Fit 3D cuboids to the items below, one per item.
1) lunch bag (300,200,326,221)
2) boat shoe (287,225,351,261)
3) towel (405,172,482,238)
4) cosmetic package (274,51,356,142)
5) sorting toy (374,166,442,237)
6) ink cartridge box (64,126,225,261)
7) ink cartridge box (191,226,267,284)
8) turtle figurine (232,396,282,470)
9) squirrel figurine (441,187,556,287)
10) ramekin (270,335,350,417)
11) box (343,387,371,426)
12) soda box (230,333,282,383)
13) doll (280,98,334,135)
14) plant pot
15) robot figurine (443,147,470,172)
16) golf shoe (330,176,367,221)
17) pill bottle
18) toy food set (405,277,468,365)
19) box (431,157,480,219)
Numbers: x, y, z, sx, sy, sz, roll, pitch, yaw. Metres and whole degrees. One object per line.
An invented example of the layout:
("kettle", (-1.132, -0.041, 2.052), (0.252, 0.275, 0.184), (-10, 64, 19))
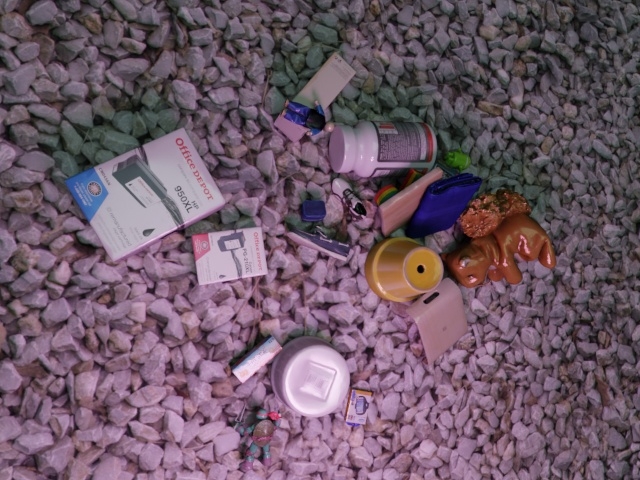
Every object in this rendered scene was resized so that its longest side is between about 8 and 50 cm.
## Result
("lunch bag", (-0.024, -0.108, 1.716), (0.098, 0.065, 0.067), (-1, 71, -16))
("boat shoe", (0.000, 0.000, 1.700), (0.254, 0.095, 0.079), (23, 82, -16))
("towel", (0.455, -0.131, 1.759), (0.228, 0.308, 0.076), (-15, 61, -17))
("cosmetic package", (-0.022, -0.521, 1.693), (0.113, 0.160, 0.309), (41, 75, -11))
("sorting toy", (0.317, -0.159, 1.723), (0.257, 0.255, 0.089), (-34, 67, -4))
("ink cartridge box", (-0.551, -0.147, 1.497), (0.395, 0.166, 0.285), (-31, 96, -17))
("ink cartridge box", (-0.313, 0.051, 1.595), (0.237, 0.100, 0.172), (-8, 90, -18))
("turtle figurine", (-0.212, 0.658, 1.588), (0.175, 0.118, 0.234), (6, 91, -17))
("squirrel figurine", (0.663, -0.004, 1.831), (0.370, 0.281, 0.397), (-20, 104, -3))
("ramekin", (-0.030, 0.486, 1.640), (0.277, 0.135, 0.277), (1, 86, -18))
("box", (0.139, 0.633, 1.740), (0.081, 0.028, 0.136), (14, 81, -16))
("soda box", (-0.226, 0.414, 1.622), (0.183, 0.058, 0.063), (-39, 98, -17))
("doll", (-0.036, -0.422, 1.575), (0.189, 0.046, 0.129), (20, 82, -16))
("plant pot", (0.324, 0.107, 1.721), (0.254, 0.239, 0.254), (1, 86, -17))
("robot figurine", (0.571, -0.331, 1.915), (0.115, 0.067, 0.101), (11, 64, -16))
("golf shoe", (0.116, -0.163, 1.749), (0.077, 0.094, 0.198), (-40, 97, -15))
("pill bottle", (0.231, -0.342, 1.734), (0.363, 0.210, 0.210), (-2, 87, -18))
("toy food set", (0.448, 0.317, 1.781), (0.220, 0.092, 0.306), (-34, 127, -17))
("box", (0.530, -0.211, 1.906), (0.233, 0.044, 0.159), (32, 78, -13))
